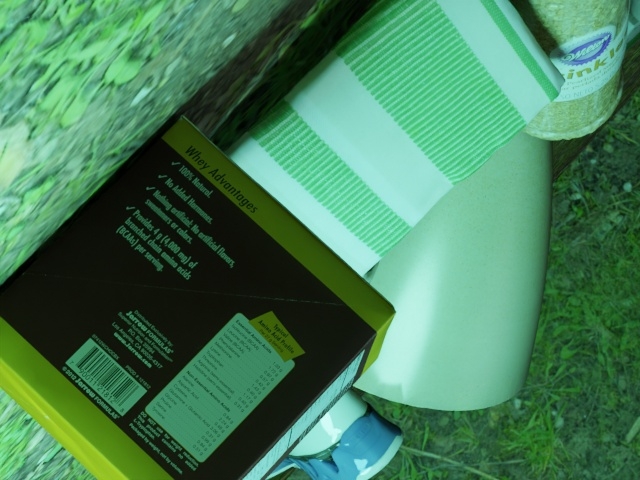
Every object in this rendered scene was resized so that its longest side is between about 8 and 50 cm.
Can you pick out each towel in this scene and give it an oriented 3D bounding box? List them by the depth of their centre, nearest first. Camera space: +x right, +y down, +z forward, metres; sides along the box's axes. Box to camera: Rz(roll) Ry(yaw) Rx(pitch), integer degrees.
[{"bbox_3d":[0.026,-0.065,1.460,0.325,0.038,0.248,-43,148,3],"label":"towel"}]

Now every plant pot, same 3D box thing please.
[{"bbox_3d":[0.116,-0.023,1.844,0.256,0.256,0.274,-36,148,-56],"label":"plant pot"}]

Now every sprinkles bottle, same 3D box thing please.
[{"bbox_3d":[0.193,-0.199,1.574,0.121,0.121,0.355,-47,162,-10],"label":"sprinkles bottle"}]

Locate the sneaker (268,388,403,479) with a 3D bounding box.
[{"bbox_3d":[-0.053,0.164,2.123,0.127,0.182,0.315,-42,-161,-28],"label":"sneaker"}]

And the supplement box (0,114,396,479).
[{"bbox_3d":[-0.088,0.065,1.257,0.194,0.191,0.129,-46,171,-15],"label":"supplement box"}]

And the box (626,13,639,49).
[{"bbox_3d":[0.314,-0.261,2.138,0.101,0.102,0.087,-40,166,-38],"label":"box"}]

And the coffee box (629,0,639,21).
[{"bbox_3d":[0.345,-0.253,1.669,0.168,0.297,0.119,-41,169,-38],"label":"coffee box"}]

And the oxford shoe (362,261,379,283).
[{"bbox_3d":[0.000,0.000,1.641,0.449,0.130,0.169,-54,168,24],"label":"oxford shoe"}]
